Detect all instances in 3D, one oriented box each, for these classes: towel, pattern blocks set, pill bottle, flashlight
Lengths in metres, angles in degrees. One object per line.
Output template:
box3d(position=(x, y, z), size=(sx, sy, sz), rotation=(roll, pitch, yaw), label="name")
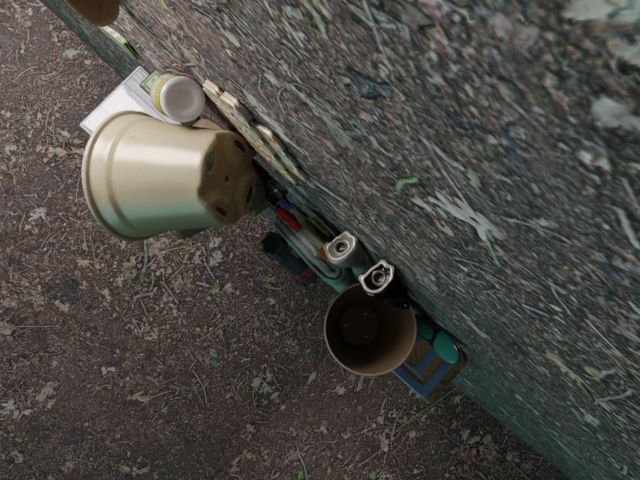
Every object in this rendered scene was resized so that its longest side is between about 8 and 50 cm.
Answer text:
box3d(position=(-0.610, -0.608, 1.653), size=(0.152, 0.023, 0.113), rotation=(40, 177, 6), label="towel")
box3d(position=(0.000, 0.000, 1.583), size=(0.325, 0.026, 0.285), rotation=(42, -169, -11), label="pattern blocks set")
box3d(position=(-0.343, -0.340, 1.319), size=(0.103, 0.103, 0.184), rotation=(45, 175, -31), label="pill bottle")
box3d(position=(-0.103, 0.062, 1.930), size=(0.103, 0.103, 0.304), rotation=(16, 162, 32), label="flashlight")
box3d(position=(0.024, 0.067, 1.863), size=(0.374, 0.090, 0.320), rotation=(46, -176, 36), label="towel")

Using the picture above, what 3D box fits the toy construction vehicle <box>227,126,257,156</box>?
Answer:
box3d(position=(-0.204, -0.247, 1.424), size=(0.098, 0.035, 0.086), rotation=(43, 175, -11), label="toy construction vehicle")

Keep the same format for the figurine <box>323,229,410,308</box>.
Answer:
box3d(position=(0.127, 0.085, 1.422), size=(0.215, 0.092, 0.209), rotation=(41, 179, 33), label="figurine")

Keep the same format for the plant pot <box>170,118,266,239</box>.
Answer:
box3d(position=(-0.375, -0.158, 1.708), size=(0.323, 0.280, 0.323), rotation=(42, 161, 18), label="plant pot")

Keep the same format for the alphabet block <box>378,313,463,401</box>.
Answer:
box3d(position=(0.322, 0.374, 1.750), size=(0.193, 0.192, 0.197), rotation=(42, 175, 27), label="alphabet block")

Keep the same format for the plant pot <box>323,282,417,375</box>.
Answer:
box3d(position=(0.128, 0.257, 1.653), size=(0.256, 0.256, 0.274), rotation=(42, 172, 2), label="plant pot")

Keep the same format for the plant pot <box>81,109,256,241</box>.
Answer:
box3d(position=(-0.339, -0.152, 1.358), size=(0.306, 0.333, 0.334), rotation=(5, 156, 27), label="plant pot")

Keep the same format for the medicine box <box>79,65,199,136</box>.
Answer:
box3d(position=(-0.602, -0.386, 1.901), size=(0.263, 0.289, 0.149), rotation=(43, 173, -1), label="medicine box")

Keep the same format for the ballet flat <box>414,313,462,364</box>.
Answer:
box3d(position=(0.335, 0.273, 1.575), size=(0.068, 0.072, 0.213), rotation=(10, -161, -40), label="ballet flat")

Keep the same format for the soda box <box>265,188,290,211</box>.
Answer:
box3d(position=(-0.146, -0.131, 1.878), size=(0.060, 0.053, 0.169), rotation=(42, 176, 14), label="soda box")

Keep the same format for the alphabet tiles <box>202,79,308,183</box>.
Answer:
box3d(position=(-0.144, -0.227, 1.204), size=(0.278, 0.021, 0.284), rotation=(39, 174, 35), label="alphabet tiles")

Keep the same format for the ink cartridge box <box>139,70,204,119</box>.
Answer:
box3d(position=(-0.466, -0.432, 1.755), size=(0.209, 0.062, 0.109), rotation=(44, 174, -25), label="ink cartridge box")

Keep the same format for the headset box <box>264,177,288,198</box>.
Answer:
box3d(position=(-0.135, -0.156, 1.693), size=(0.062, 0.032, 0.083), rotation=(44, 176, -10), label="headset box")

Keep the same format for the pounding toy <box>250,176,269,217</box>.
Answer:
box3d(position=(-0.258, -0.209, 1.924), size=(0.181, 0.094, 0.206), rotation=(44, 160, 15), label="pounding toy")

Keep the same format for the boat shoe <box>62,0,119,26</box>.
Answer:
box3d(position=(-0.523, -0.536, 1.082), size=(0.092, 0.102, 0.285), rotation=(31, 174, 45), label="boat shoe")
